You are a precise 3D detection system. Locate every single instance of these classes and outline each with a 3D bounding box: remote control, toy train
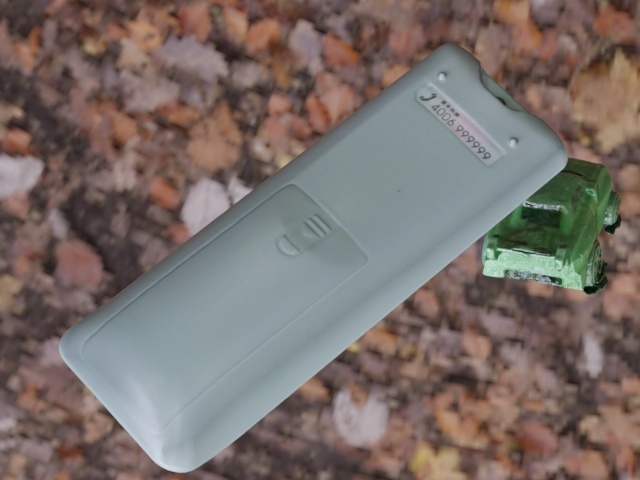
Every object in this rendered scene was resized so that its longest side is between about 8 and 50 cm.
[{"bbox_3d":[0.000,0.000,0.994,0.103,0.293,0.051,45,158,18],"label":"remote control"},{"bbox_3d":[0.178,-0.015,1.435,0.099,0.149,0.081,9,139,18],"label":"toy train"}]
